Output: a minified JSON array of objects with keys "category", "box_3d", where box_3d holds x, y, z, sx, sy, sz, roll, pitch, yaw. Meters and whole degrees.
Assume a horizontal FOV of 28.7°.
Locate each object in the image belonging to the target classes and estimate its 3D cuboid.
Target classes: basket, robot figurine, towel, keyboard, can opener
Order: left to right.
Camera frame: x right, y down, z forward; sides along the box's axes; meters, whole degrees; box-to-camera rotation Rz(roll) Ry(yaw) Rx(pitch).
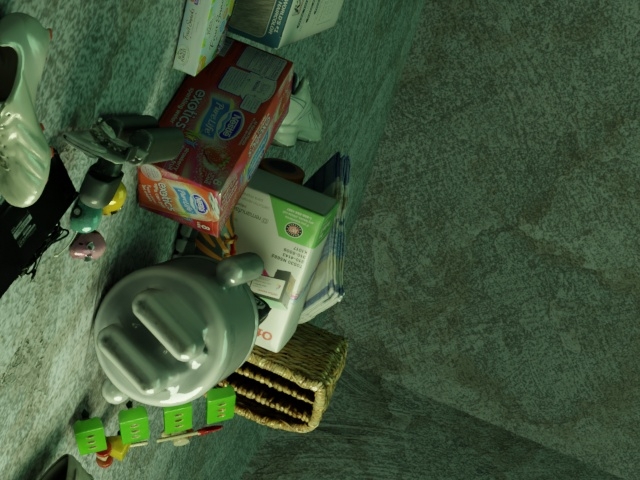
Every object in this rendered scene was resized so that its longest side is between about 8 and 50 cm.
[{"category":"keyboard","box_3d":[-0.325,-0.007,1.330,0.192,0.038,0.100,-60,146,-40]},{"category":"can opener","box_3d":[-0.236,-0.105,1.481,0.093,0.074,0.280,-65,175,14]},{"category":"robot figurine","box_3d":[-0.206,0.128,1.840,0.300,0.200,0.353,-41,177,11]},{"category":"basket","box_3d":[-0.127,0.262,2.394,0.223,0.299,0.213,-57,168,-65]},{"category":"towel","box_3d":[0.000,0.000,2.299,0.209,0.034,0.285,141,-44,-60]}]

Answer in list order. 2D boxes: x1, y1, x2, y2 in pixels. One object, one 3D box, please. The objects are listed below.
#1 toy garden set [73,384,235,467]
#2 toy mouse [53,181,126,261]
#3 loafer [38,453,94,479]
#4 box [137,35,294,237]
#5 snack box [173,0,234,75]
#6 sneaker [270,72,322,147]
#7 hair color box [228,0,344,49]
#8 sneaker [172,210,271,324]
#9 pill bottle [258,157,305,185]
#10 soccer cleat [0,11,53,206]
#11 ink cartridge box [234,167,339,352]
[{"category":"toy garden set","box_3d":[-0.260,0.283,1.957,0.204,0.244,0.049,102,-27,-63]},{"category":"toy mouse","box_3d":[-0.281,-0.017,1.548,0.143,0.031,0.161,-58,168,-50]},{"category":"loafer","box_3d":[-0.406,0.411,1.687,0.111,0.112,0.319,70,26,-19]},{"category":"box","box_3d":[-0.145,-0.149,1.755,0.122,0.128,0.256,99,14,-57]},{"category":"snack box","box_3d":[-0.148,-0.300,1.652,0.100,0.037,0.141,-54,164,-55]},{"category":"sneaker","box_3d":[-0.050,-0.242,2.253,0.297,0.111,0.129,-41,146,-75]},{"category":"hair color box","box_3d":[-0.036,-0.402,1.883,0.347,0.105,0.173,-47,158,-70]},{"category":"sneaker","box_3d":[-0.151,0.051,2.068,0.124,0.180,0.321,-44,155,-72]},{"category":"pill bottle","box_3d":[-0.104,-0.031,2.358,0.130,0.130,0.245,-51,161,-65]},{"category":"soccer cleat","box_3d":[-0.287,-0.113,1.146,0.076,0.068,0.196,-47,152,-55]},{"category":"ink cartridge box","box_3d":[-0.111,0.030,2.204,0.117,0.201,0.278,-51,161,-67]}]
